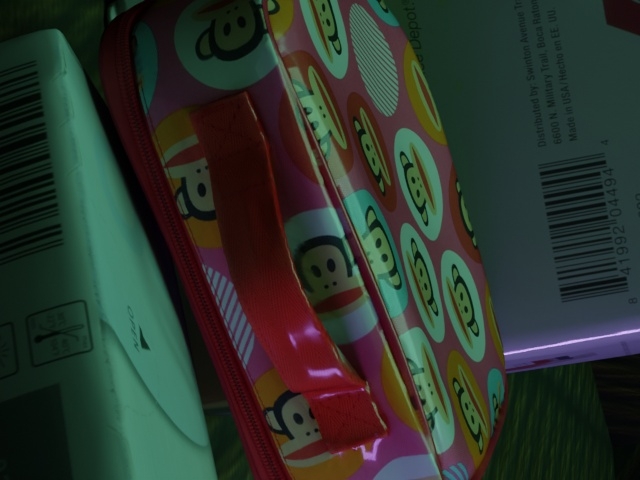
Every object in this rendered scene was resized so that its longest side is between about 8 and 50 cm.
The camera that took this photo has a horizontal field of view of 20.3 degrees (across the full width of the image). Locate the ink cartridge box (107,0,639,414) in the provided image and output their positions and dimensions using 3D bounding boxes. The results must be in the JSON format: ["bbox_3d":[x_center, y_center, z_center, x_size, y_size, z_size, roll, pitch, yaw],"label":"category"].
[{"bbox_3d":[0.084,-0.054,1.131,0.160,0.384,0.279,33,48,-76],"label":"ink cartridge box"}]

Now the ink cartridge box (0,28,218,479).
[{"bbox_3d":[-0.068,0.133,0.860,0.385,0.091,0.308,59,12,-53],"label":"ink cartridge box"}]

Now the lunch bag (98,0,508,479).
[{"bbox_3d":[0.000,0.000,0.900,0.258,0.120,0.293,-54,125,-72],"label":"lunch bag"}]
